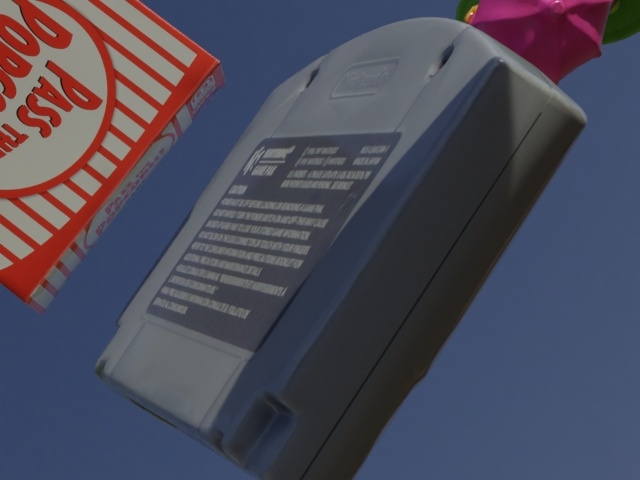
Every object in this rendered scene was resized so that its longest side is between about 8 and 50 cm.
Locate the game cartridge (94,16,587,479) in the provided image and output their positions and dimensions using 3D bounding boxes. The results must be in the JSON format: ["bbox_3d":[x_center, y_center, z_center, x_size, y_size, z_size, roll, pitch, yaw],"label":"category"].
[{"bbox_3d":[0.000,0.000,0.780,0.060,0.294,0.196,32,-96,-16],"label":"game cartridge"}]

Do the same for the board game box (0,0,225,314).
[{"bbox_3d":[-0.166,-0.081,0.907,0.147,0.193,0.045,-53,-6,-7],"label":"board game box"}]

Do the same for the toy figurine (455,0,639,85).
[{"bbox_3d":[0.125,-0.138,1.142,0.173,0.130,0.159,-45,4,33],"label":"toy figurine"}]
